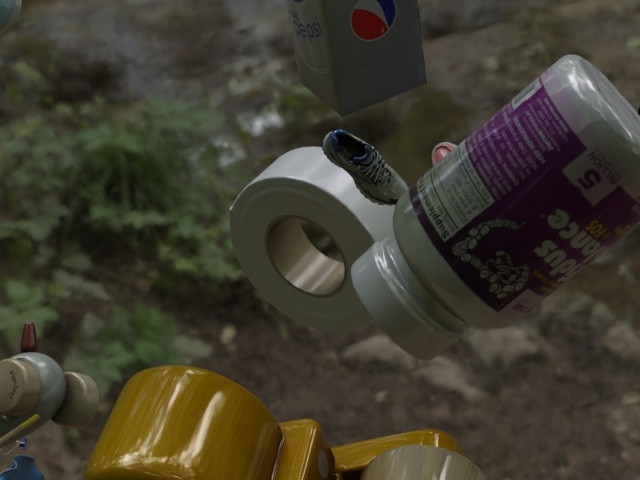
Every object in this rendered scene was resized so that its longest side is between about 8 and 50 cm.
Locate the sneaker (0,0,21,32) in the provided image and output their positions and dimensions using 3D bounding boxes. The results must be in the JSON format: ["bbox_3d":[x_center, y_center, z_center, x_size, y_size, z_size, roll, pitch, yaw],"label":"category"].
[{"bbox_3d":[-0.494,-0.298,1.438,0.319,0.127,0.208,25,20,-3],"label":"sneaker"}]

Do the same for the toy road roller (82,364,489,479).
[{"bbox_3d":[-0.044,0.219,1.070,0.329,0.241,0.202,-13,31,20],"label":"toy road roller"}]

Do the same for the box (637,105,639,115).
[{"bbox_3d":[0.351,-0.300,0.922,0.097,0.318,0.395,24,71,12],"label":"box"}]

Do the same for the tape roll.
[{"bbox_3d":[0.000,0.000,2.070,0.286,0.286,0.100,3,33,36],"label":"tape roll"}]

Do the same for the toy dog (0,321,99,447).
[{"bbox_3d":[-0.503,0.239,2.004,0.333,0.220,0.161,-20,61,4],"label":"toy dog"}]

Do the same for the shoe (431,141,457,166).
[{"bbox_3d":[0.221,-0.104,2.215,0.063,0.081,0.178,-33,56,17],"label":"shoe"}]

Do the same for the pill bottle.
[{"bbox_3d":[0.178,-0.021,1.276,0.301,0.169,0.169,-41,22,19],"label":"pill bottle"}]

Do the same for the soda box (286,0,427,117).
[{"bbox_3d":[0.020,-0.261,1.186,0.098,0.286,0.091,-23,38,-17],"label":"soda box"}]

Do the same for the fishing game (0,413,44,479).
[{"bbox_3d":[-0.342,0.333,1.489,0.041,0.264,0.189,9,6,12],"label":"fishing game"}]

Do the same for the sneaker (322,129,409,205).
[{"bbox_3d":[0.059,-0.094,1.722,0.052,0.135,0.058,-53,-2,-14],"label":"sneaker"}]
